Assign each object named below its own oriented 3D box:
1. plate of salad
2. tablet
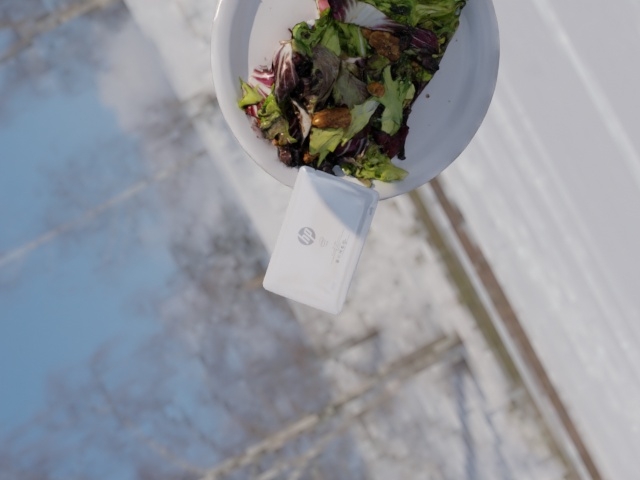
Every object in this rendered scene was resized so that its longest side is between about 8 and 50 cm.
[{"bbox_3d":[0.028,-0.122,1.249,0.199,0.200,0.048,60,168,-15],"label":"plate of salad"},{"bbox_3d":[0.000,0.000,1.206,0.054,0.083,0.006,20,-171,11],"label":"tablet"}]
